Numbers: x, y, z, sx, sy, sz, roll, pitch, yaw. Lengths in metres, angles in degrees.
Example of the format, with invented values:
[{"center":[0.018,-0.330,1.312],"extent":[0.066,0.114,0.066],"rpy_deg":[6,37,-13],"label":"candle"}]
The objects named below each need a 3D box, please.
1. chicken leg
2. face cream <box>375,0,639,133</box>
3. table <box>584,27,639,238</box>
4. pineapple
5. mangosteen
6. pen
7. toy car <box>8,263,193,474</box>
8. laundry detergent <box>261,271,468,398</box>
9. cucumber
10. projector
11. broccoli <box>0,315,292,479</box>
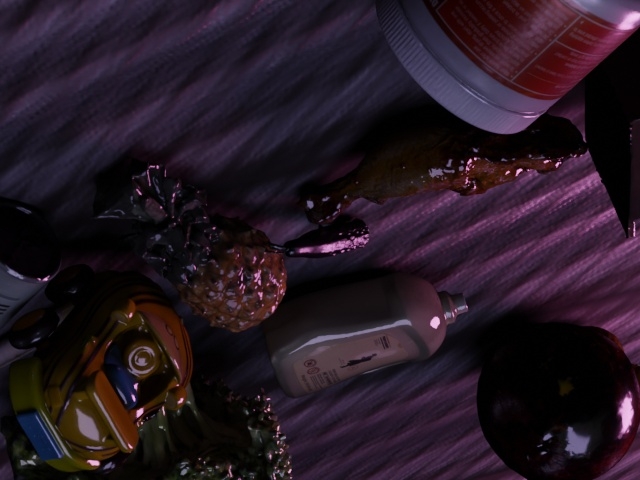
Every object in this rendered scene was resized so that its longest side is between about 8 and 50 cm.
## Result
[{"center":[0.138,-0.083,1.721],"extent":[0.322,0.083,0.177],"rpy_deg":[-9,163,-14],"label":"chicken leg"},{"center":[0.182,-0.230,1.421],"extent":[0.201,0.201,0.187],"rpy_deg":[15,135,-36],"label":"face cream"},{"center":[0.379,-0.142,1.644],"extent":[0.169,0.172,0.193],"rpy_deg":[-15,141,0],"label":"table"},{"center":[-0.145,0.004,1.696],"extent":[0.128,0.128,0.248],"rpy_deg":[-31,137,20],"label":"pineapple"},{"center":[0.335,0.208,2.101],"extent":[0.265,0.228,0.228],"rpy_deg":[-39,169,-48],"label":"mangosteen"},{"center":[-0.333,0.110,1.840],"extent":[0.233,0.032,0.040],"rpy_deg":[-28,167,20],"label":"pen"},{"center":[-0.222,0.135,1.682],"extent":[0.142,0.248,0.200],"rpy_deg":[-11,120,30],"label":"toy car"},{"center":[0.061,0.115,1.943],"extent":[0.253,0.091,0.181],"rpy_deg":[-16,146,0],"label":"laundry detergent"},{"center":[0.000,0.000,1.757],"extent":[0.163,0.043,0.039],"rpy_deg":[-12,119,-57],"label":"cucumber"},{"center":[-0.419,0.092,1.712],"extent":[0.108,0.108,0.337],"rpy_deg":[18,133,-39],"label":"projector"},{"center":[-0.207,0.244,1.928],"extent":[0.375,0.302,0.249],"rpy_deg":[4,173,19],"label":"broccoli"}]
